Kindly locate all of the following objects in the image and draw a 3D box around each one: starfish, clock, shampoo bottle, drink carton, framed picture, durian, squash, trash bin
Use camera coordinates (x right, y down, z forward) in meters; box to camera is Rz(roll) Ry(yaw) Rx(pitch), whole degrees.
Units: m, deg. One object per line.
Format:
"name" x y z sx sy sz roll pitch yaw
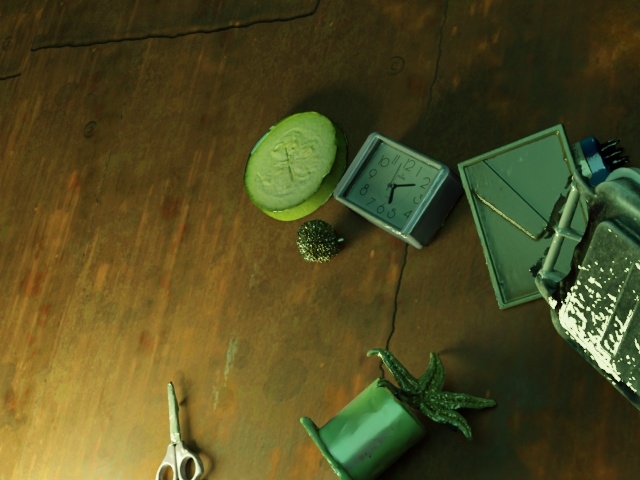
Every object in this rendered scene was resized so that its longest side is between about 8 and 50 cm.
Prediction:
"starfish" 0.165 0.220 1.585 0.208 0.176 0.053 29 122 4
"clock" 0.135 -0.088 1.779 0.193 0.073 0.145 31 88 40
"shampoo bottle" 0.391 -0.103 1.626 0.183 0.050 0.087 -27 60 22
"drink carton" 0.079 0.300 1.602 0.142 0.144 0.146 -41 55 -1
"framed picture" 0.328 -0.034 1.611 0.184 0.016 0.250 -21 76 25
"durian" 0.000 0.000 1.833 0.091 0.080 0.080 -9 63 13
"squash" -0.047 -0.143 1.955 0.219 0.041 0.219 -18 55 28
"trash bin" 0.486 0.036 1.279 0.296 0.367 0.256 47 138 43

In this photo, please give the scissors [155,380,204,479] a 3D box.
"scissors" -0.259 0.354 1.870 0.110 0.021 0.212 -26 57 26
